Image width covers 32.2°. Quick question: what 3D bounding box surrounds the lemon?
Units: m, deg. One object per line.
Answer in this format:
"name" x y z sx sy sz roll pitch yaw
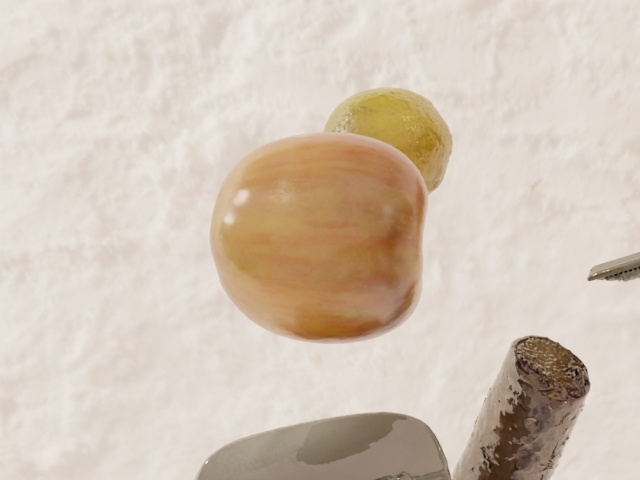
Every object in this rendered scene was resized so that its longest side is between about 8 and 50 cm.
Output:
"lemon" 0.099 -0.142 1.716 0.231 0.192 0.192 -3 71 -29

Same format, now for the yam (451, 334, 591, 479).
"yam" 0.256 0.263 1.444 0.131 0.131 0.280 25 123 12

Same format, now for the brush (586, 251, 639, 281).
"brush" 0.412 0.021 1.331 0.190 0.034 0.028 -22 105 34

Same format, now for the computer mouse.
"computer mouse" -0.005 0.316 1.336 0.330 0.095 0.197 -16 77 7

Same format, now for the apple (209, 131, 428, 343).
"apple" 0.000 0.000 1.271 0.241 0.242 0.242 3 75 3
